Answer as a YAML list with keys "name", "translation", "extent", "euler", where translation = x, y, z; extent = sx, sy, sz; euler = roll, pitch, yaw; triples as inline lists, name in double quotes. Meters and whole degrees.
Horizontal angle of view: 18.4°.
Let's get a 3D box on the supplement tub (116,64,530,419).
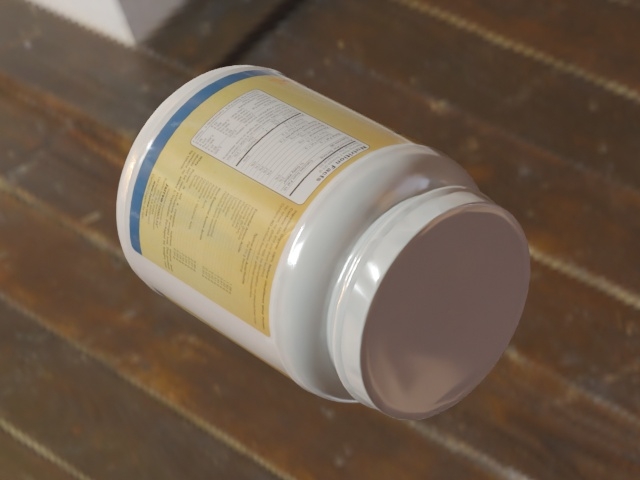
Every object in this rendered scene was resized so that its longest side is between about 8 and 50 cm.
- name: "supplement tub"
  translation: [0.000, 0.000, 1.066]
  extent: [0.144, 0.144, 0.199]
  euler: [-42, 46, -20]
